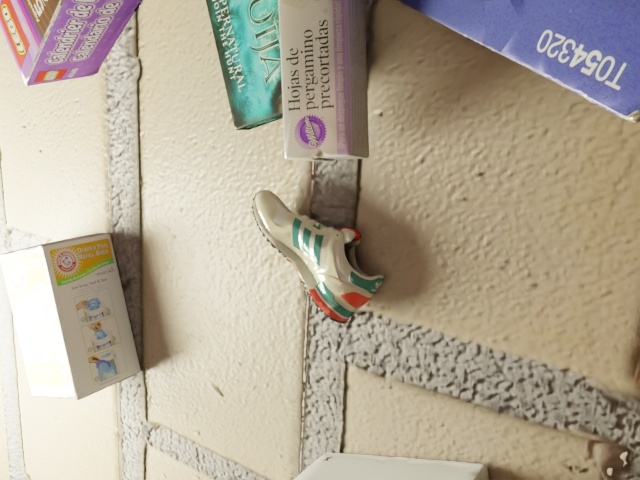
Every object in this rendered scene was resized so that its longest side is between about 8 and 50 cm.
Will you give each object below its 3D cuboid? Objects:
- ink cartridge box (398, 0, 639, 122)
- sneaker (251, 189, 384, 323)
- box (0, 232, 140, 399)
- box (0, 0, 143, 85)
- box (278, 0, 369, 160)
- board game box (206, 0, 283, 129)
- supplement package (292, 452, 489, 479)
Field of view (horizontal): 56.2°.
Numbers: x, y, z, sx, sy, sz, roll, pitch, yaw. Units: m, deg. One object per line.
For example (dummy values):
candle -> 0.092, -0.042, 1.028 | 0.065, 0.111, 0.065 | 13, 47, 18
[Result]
ink cartridge box -> 0.137, -0.284, 0.341 | 0.324, 0.071, 0.330 | 54, 128, 49
sneaker -> 0.000, 0.000, 0.600 | 0.075, 0.057, 0.161 | -41, 74, 16
box -> -0.341, 0.100, 0.820 | 0.114, 0.103, 0.203 | -7, 96, 35
box -> -0.179, -0.266, 0.339 | 0.201, 0.057, 0.293 | -19, 94, 54
box -> 0.001, -0.232, 0.515 | 0.063, 0.067, 0.324 | 0, 97, 20
board game box -> -0.055, -0.217, 0.601 | 0.126, 0.026, 0.186 | -11, 94, 36
supplement package -> 0.063, 0.333, 0.561 | 0.194, 0.149, 0.203 | -11, 95, 36
